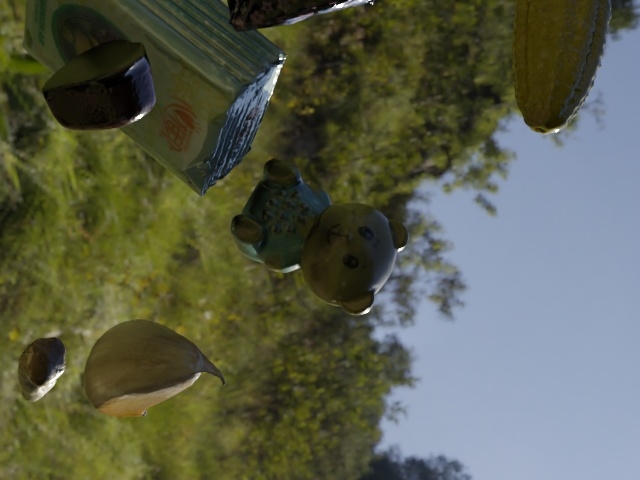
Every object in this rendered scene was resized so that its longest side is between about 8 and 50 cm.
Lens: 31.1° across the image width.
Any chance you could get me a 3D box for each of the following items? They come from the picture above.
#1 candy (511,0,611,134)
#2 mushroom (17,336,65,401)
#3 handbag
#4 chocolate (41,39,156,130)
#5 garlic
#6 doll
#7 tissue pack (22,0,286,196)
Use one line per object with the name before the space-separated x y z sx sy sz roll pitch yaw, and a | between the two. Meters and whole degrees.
candy | 0.253 -0.195 1.235 0.094 0.106 0.199 54 41 -48
mushroom | -0.359 0.173 1.477 0.054 0.059 0.202 50 -26 6
handbag | -0.045 -0.390 1.507 0.228 0.127 0.208 -7 -79 28
chocolate | -0.248 -0.167 1.324 0.148 0.125 0.080 22 -39 53
garlic | -0.282 0.209 1.836 0.245 0.145 0.164 -22 -56 41
doll | 0.000 0.000 1.890 0.260 0.177 0.161 25 -17 14
tissue pack | -0.261 -0.286 1.727 0.388 0.162 0.287 39 -30 6
